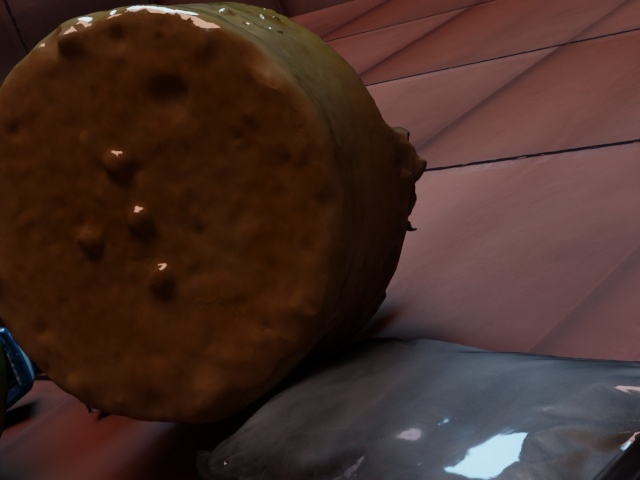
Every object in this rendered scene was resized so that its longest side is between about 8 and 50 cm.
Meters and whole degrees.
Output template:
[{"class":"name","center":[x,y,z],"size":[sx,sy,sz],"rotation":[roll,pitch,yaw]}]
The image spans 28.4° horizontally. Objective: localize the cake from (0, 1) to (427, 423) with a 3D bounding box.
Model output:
[{"class":"cake","center":[-0.075,-0.036,1.047],"size":[0.332,0.332,0.321],"rotation":[-15,2,22]}]

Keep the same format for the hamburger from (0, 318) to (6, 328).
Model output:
[{"class":"hamburger","center":[-0.317,0.040,1.479],"size":[0.265,0.134,0.285],"rotation":[-12,16,23]}]

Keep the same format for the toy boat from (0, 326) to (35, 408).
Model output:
[{"class":"toy boat","center":[-0.426,0.175,1.262],"size":[0.299,0.096,0.062],"rotation":[-24,5,2]}]

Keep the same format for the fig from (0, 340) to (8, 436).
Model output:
[{"class":"fig","center":[-0.415,0.125,1.071],"size":[0.316,0.316,0.316],"rotation":[-20,16,6]}]

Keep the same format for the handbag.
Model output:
[{"class":"handbag","center":[0.067,0.130,0.822],"size":[0.191,0.075,0.332],"rotation":[-37,25,-34]}]

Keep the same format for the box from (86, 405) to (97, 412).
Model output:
[{"class":"box","center":[-0.214,0.015,1.186],"size":[0.079,0.269,0.135],"rotation":[-16,18,4]}]
